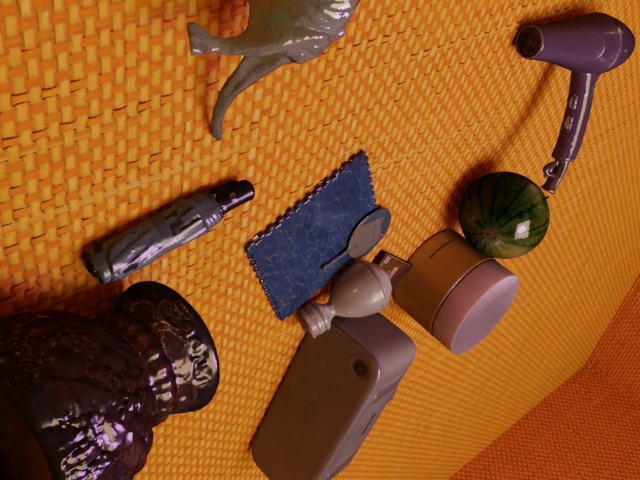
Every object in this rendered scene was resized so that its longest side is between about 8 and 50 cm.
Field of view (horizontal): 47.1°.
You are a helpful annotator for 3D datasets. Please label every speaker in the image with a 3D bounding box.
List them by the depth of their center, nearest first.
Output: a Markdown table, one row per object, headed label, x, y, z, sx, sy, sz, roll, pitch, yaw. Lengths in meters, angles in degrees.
| label | x | y | z | sx | sy | sz | roll | pitch | yaw |
| --- | --- | --- | --- | --- | --- | --- | --- | --- | --- |
| speaker | 0.030 | 0.338 | 1.538 | 0.184 | 0.183 | 0.406 | -12 | 134 | -54 |

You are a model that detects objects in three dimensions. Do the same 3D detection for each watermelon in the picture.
| label | x | y | z | sx | sy | sz | roll | pitch | yaw |
| --- | --- | --- | --- | --- | --- | --- | --- | --- | --- |
| watermelon | 0.391 | -0.058 | 1.555 | 0.214 | 0.188 | 0.188 | -40 | 154 | -52 |

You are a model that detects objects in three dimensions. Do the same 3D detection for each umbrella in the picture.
| label | x | y | z | sx | sy | sz | roll | pitch | yaw |
| --- | --- | --- | --- | --- | --- | --- | --- | --- | --- |
| umbrella | -0.190 | -0.018 | 0.964 | 0.250 | 0.053 | 0.052 | -30 | 144 | -29 |

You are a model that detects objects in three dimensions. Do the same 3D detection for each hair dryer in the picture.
| label | x | y | z | sx | sy | sz | roll | pitch | yaw |
| --- | --- | --- | --- | --- | --- | --- | --- | --- | --- |
| hair dryer | 0.480 | -0.261 | 1.439 | 0.301 | 0.121 | 0.361 | -11 | 115 | -36 |

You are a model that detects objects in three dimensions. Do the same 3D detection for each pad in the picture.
| label | x | y | z | sx | sy | sz | roll | pitch | yaw |
| --- | --- | --- | --- | --- | --- | --- | --- | --- | --- |
| pad | 0.000 | 0.000 | 1.276 | 0.269 | 0.012 | 0.270 | -42 | 149 | -14 |

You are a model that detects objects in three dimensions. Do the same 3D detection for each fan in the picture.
| label | x | y | z | sx | sy | sz | roll | pitch | yaw |
| --- | --- | --- | --- | --- | --- | --- | --- | --- | --- |
| fan | 0.069 | 0.005 | 1.353 | 0.175 | 0.005 | 0.113 | -36 | 148 | -23 |

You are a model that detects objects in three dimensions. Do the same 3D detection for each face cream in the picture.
| label | x | y | z | sx | sy | sz | roll | pitch | yaw |
| --- | --- | --- | --- | --- | --- | --- | --- | --- | --- |
| face cream | 0.298 | 0.112 | 1.624 | 0.218 | 0.179 | 0.218 | -33 | 146 | -26 |

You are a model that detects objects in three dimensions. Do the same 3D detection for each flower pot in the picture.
| label | x | y | z | sx | sy | sz | roll | pitch | yaw |
| --- | --- | --- | --- | --- | --- | --- | --- | --- | --- |
| flower pot | -0.280 | 0.183 | 0.896 | 0.267 | 0.266 | 0.266 | -32 | 147 | -49 |

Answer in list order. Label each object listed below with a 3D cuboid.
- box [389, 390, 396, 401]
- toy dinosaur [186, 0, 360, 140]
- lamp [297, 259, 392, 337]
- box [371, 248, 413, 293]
| label | x | y | z | sx | sy | sz | roll | pitch | yaw |
| --- | --- | --- | --- | --- | --- | --- | --- | --- | --- |
| box | 0.134 | 0.342 | 1.790 | 0.141 | 0.058 | 0.201 | -25 | 141 | -35 |
| toy dinosaur | -0.064 | -0.232 | 0.800 | 0.205 | 0.092 | 0.393 | -2 | 138 | -23 |
| lamp | 0.049 | 0.112 | 1.385 | 0.193 | 0.106 | 0.106 | -31 | 146 | -14 |
| box | 0.134 | 0.071 | 1.520 | 0.090 | 0.023 | 0.133 | -56 | 149 | 8 |
